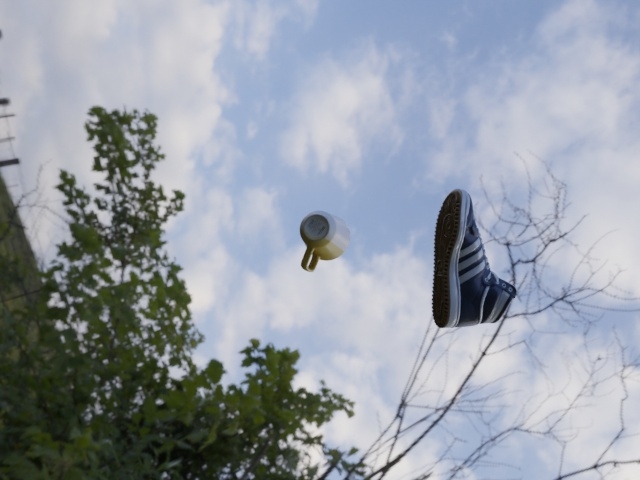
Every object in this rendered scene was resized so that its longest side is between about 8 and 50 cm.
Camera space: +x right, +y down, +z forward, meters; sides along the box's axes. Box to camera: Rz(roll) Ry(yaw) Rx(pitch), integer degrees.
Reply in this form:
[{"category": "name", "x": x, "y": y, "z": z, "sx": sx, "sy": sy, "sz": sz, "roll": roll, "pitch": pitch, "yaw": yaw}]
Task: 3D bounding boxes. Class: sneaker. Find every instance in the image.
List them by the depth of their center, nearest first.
[{"category": "sneaker", "x": 0.317, "y": 0.039, "z": 1.288, "sx": 0.099, "sy": 0.153, "sz": 0.282, "roll": -160, "pitch": -106, "yaw": -76}]

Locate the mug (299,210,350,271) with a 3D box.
[{"category": "mug", "x": 0.003, "y": -0.003, "z": 0.808, "sx": 0.062, "sy": 0.064, "sz": 0.078, "roll": -10, "pitch": -103, "yaw": 11}]
